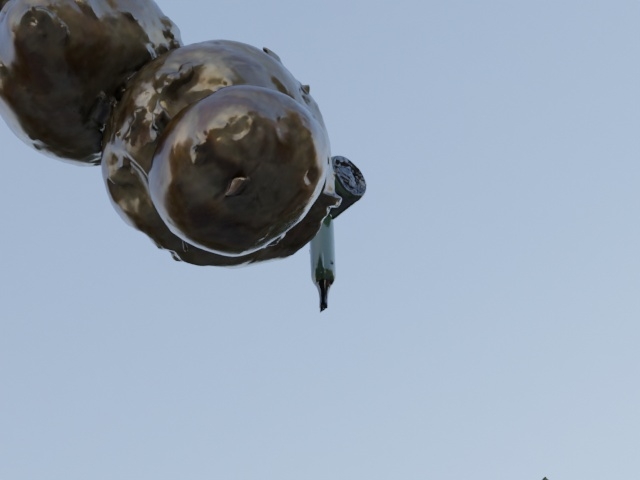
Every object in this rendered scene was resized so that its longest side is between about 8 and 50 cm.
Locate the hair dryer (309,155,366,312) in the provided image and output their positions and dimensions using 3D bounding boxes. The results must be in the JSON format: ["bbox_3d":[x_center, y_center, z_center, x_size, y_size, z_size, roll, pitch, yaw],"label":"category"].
[{"bbox_3d":[0.000,0.000,1.419,0.047,0.150,0.071,33,-52,-30],"label":"hair dryer"}]

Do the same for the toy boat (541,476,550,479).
[{"bbox_3d":[0.205,0.365,1.973,0.276,0.084,0.111,-42,-2,-30],"label":"toy boat"}]

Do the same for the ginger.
[{"bbox_3d":[-0.133,-0.105,1.318,0.176,0.375,0.256,-55,-26,0],"label":"ginger"}]
